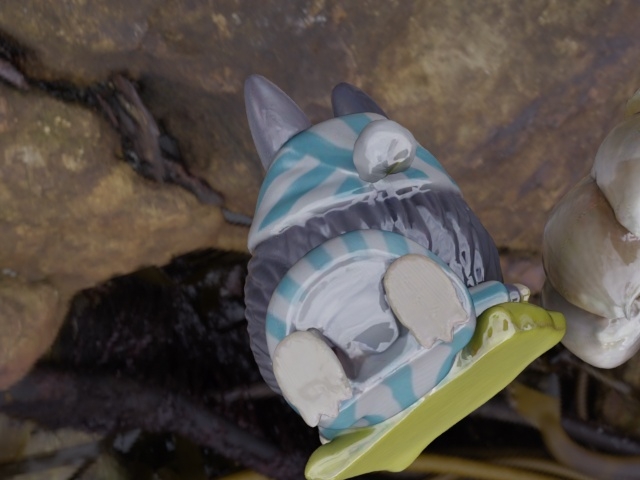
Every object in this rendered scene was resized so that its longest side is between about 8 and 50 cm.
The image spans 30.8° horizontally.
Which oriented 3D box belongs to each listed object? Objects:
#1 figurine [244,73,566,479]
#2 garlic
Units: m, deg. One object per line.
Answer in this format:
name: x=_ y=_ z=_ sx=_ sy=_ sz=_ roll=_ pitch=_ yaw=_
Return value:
figurine: x=0.000 y=0.000 z=1.038 sx=0.266 sy=0.378 sz=0.361 roll=-38 pitch=159 yaw=3
garlic: x=0.304 y=-0.006 z=1.160 sx=0.325 sy=0.132 sz=0.279 roll=-48 pitch=149 yaw=-38
